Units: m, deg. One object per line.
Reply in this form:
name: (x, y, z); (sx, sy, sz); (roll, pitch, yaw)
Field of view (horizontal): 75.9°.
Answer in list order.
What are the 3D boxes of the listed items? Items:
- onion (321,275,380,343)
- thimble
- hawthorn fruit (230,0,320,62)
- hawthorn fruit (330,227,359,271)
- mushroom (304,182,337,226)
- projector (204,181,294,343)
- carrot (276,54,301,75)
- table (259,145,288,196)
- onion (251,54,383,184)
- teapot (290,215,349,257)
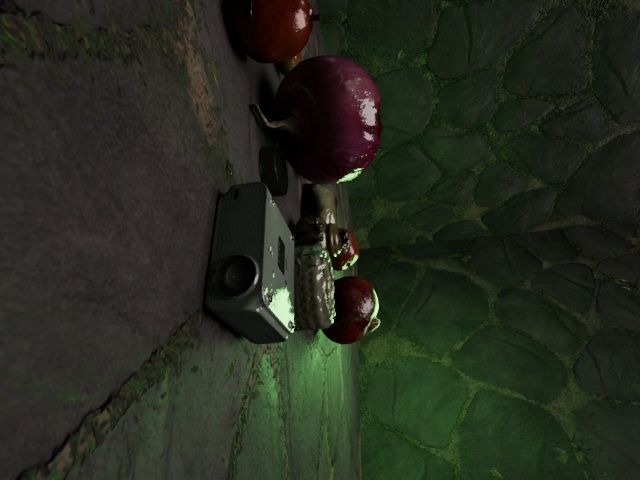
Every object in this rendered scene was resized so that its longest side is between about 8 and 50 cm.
onion: (0.110, 0.277, 1.614); (0.276, 0.276, 0.276); (-6, 90, -81)
thimble: (-0.046, 0.119, 1.041); (0.219, 0.150, 0.219); (-5, 90, -81)
hawthorn fruit: (-0.100, -0.503, 0.948); (0.185, 0.202, 0.185); (-4, 90, -89)
hawthorn fruit: (0.090, 0.052, 1.784); (0.200, 0.179, 0.179); (51, -4, 22)
mushroom: (0.011, -0.082, 1.595); (0.344, 0.130, 0.247); (-85, 162, -47)
projector: (-0.117, 0.046, 0.775); (0.198, 0.108, 0.250); (67, 19, -58)
carrot: (-0.115, -0.611, 1.301); (0.193, 0.087, 0.087); (68, 19, -57)
table: (-0.122, -0.183, 1.094); (0.133, 0.043, 0.134); (-5, 90, -81)
onion: (-0.007, -0.329, 1.180); (0.358, 0.345, 0.358); (157, -90, -81)
teapot: (0.000, 0.000, 1.303); (0.269, 0.182, 0.173); (44, 42, -75)
